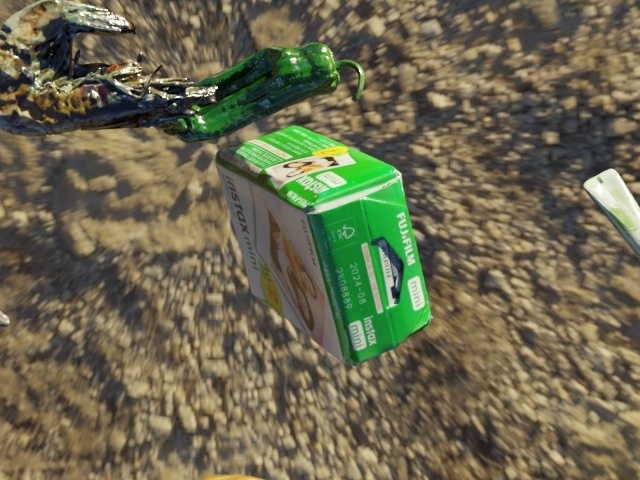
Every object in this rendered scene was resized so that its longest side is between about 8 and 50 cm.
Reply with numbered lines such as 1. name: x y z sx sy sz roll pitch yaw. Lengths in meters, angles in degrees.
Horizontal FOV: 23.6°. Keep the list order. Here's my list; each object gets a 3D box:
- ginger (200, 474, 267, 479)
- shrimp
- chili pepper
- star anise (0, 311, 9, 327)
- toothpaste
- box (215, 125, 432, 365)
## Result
1. ginger: -0.005 0.375 1.227 0.176 0.254 0.418 -13 74 -22
2. shrimp: -0.144 -0.112 1.007 0.161 0.034 0.091 -1 106 -16
3. chili pepper: -0.078 -0.177 1.825 0.257 0.100 0.074 -23 126 0
4. star anise: -0.278 0.074 1.031 0.141 0.141 0.042 -26 83 -2
5. toothpaste: 0.384 0.000 1.823 0.048 0.029 0.197 -27 70 -15
6. box: 0.000 0.000 1.461 0.103 0.250 0.180 -22 112 -20
